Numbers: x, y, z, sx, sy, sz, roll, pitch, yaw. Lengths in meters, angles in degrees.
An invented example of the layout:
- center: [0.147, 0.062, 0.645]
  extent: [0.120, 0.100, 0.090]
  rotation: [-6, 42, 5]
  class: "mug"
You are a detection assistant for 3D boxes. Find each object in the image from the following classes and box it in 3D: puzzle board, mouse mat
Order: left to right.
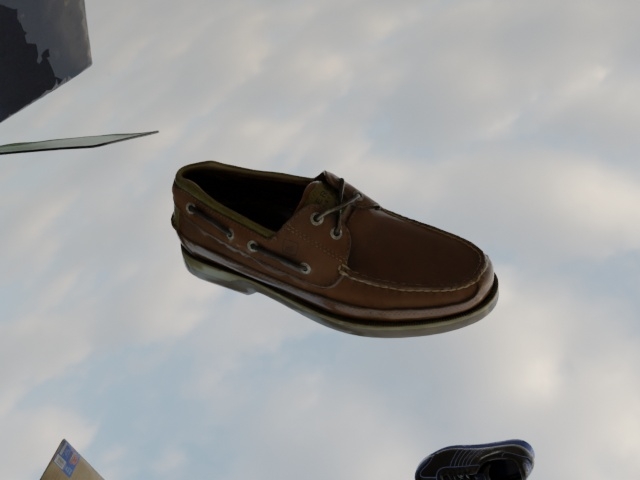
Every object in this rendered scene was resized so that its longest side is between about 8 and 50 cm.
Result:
- center: [-0.282, -0.100, 0.776]
  extent: [0.190, 0.007, 0.152]
  rotation: [-4, -168, 12]
  class: "mouse mat"
- center: [-0.281, 0.293, 0.845]
  extent: [0.011, 0.096, 0.128]
  rotation: [-38, -167, 4]
  class: "puzzle board"

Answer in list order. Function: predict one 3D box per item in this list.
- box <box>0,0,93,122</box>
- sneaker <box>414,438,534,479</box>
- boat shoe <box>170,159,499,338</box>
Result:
- center: [-0.336, -0.259, 0.503]
  extent: [0.296, 0.294, 0.183]
  rotation: [28, -132, 16]
  class: "box"
- center: [0.269, 0.417, 1.331]
  extent: [0.232, 0.081, 0.090]
  rotation: [-23, -179, 23]
  class: "sneaker"
- center: [0.000, 0.000, 0.642]
  extent: [0.307, 0.104, 0.110]
  rotation: [8, -141, 20]
  class: "boat shoe"
